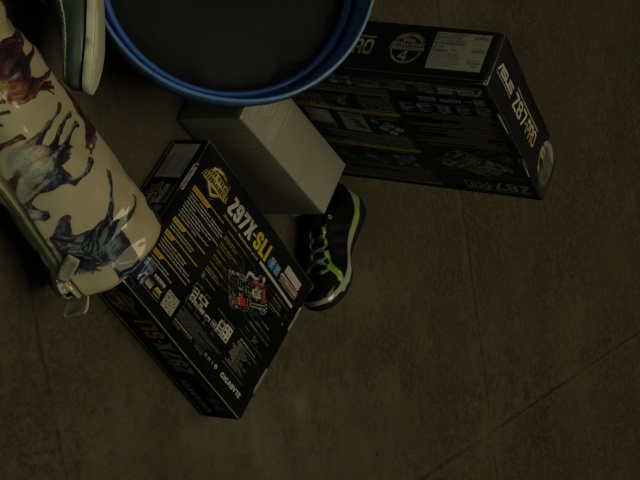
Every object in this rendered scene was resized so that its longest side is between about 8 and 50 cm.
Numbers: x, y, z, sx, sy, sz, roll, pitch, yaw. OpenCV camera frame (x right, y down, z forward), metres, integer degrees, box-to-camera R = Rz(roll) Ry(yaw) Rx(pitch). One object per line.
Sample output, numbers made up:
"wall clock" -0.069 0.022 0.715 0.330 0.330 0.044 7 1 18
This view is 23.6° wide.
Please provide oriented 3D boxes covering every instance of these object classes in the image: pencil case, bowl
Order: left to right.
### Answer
"pencil case" -0.353 -0.102 1.848 0.410 0.160 0.183 57 31 -36
"bowl" -0.120 -0.363 2.035 0.391 0.077 0.391 2 80 -13

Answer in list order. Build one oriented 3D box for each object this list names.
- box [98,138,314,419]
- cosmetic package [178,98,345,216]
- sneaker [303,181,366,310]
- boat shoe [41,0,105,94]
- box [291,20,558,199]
"box" -0.161 0.059 2.164 0.322 0.079 0.257 55 50 -37
"cosmetic package" -0.082 -0.141 2.217 0.238 0.127 0.107 47 56 -44
"sneaker" 0.000 0.000 2.361 0.097 0.084 0.234 47 42 -37
"boat shoe" -0.320 -0.328 1.891 0.116 0.099 0.319 102 -16 -75
"box" 0.113 -0.190 2.201 0.318 0.395 0.097 55 50 -52
